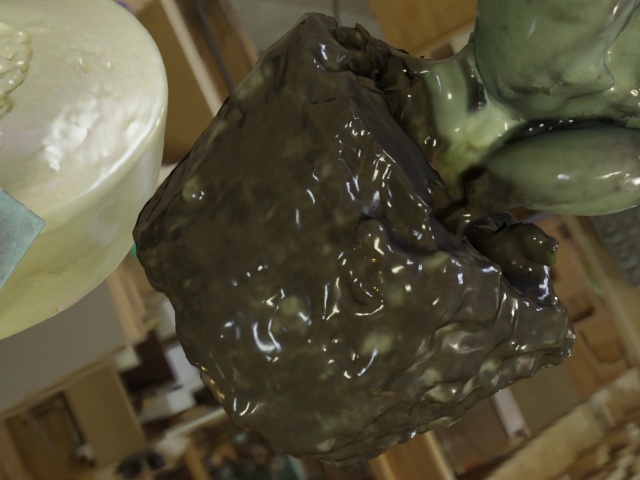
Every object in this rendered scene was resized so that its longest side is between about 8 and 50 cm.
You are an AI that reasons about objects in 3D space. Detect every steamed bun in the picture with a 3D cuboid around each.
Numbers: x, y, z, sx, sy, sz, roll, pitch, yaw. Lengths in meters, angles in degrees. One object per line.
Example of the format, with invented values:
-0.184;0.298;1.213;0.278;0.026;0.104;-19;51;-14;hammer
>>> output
-0.378;-0.050;1.436;0.456;0.290;0.371;-26;159;-22;steamed bun

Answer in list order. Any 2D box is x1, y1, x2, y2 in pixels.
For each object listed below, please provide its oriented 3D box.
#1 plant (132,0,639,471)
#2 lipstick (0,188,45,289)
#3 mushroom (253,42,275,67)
0.068;-0.040;0.468;0.274;0.146;0.149;-44;159;8;plant
-0.349;0.114;0.942;0.080;0.076;0.371;14;-112;56;lipstick
0.000;0.000;1.069;0.260;0.345;0.345;-14;174;5;mushroom
